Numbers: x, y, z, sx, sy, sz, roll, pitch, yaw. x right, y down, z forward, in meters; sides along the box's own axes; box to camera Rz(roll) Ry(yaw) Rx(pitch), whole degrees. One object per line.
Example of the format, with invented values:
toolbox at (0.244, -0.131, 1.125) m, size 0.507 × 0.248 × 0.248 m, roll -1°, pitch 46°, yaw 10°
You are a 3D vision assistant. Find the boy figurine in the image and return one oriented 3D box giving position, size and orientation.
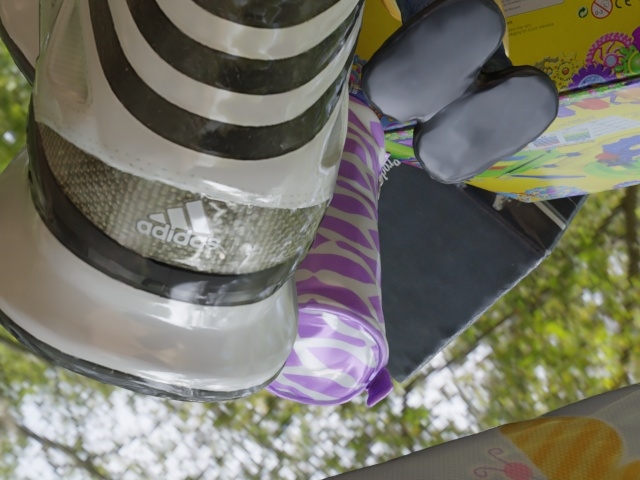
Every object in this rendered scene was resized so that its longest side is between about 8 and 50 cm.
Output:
boy figurine at (0.047, -0.158, 0.867) m, size 0.092 × 0.177 × 0.285 m, roll -35°, pitch -145°, yaw 12°

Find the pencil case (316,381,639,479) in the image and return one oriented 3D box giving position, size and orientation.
pencil case at (0.052, 0.109, 0.405) m, size 0.273 × 0.124 × 0.113 m, roll -12°, pitch -137°, yaw -29°

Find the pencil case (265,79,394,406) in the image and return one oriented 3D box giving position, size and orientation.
pencil case at (0.000, 0.000, 0.880) m, size 0.086 × 0.088 × 0.206 m, roll -40°, pitch -150°, yaw 34°

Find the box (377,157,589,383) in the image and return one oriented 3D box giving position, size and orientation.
box at (0.070, -0.208, 1.504) m, size 0.480 × 0.472 × 0.297 m, roll -51°, pitch -177°, yaw -38°

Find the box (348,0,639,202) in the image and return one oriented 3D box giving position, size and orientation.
box at (0.200, -0.150, 1.052) m, size 0.290 × 0.279 × 0.177 m, roll -10°, pitch -104°, yaw 34°

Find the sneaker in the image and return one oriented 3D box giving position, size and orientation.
sneaker at (-0.037, -0.156, 0.656) m, size 0.447 × 0.169 × 0.257 m, roll -103°, pitch -148°, yaw -58°
